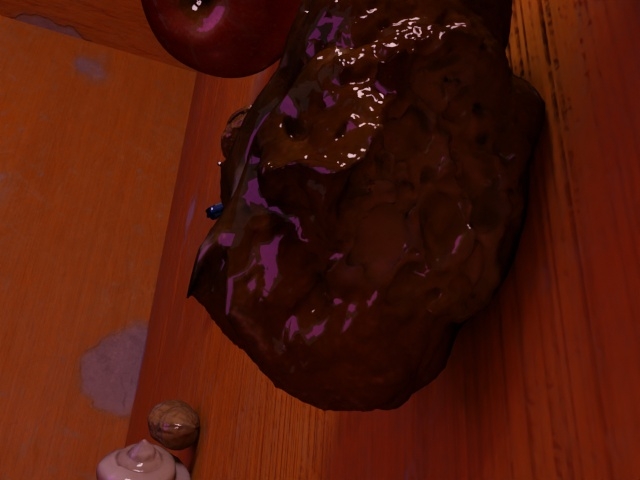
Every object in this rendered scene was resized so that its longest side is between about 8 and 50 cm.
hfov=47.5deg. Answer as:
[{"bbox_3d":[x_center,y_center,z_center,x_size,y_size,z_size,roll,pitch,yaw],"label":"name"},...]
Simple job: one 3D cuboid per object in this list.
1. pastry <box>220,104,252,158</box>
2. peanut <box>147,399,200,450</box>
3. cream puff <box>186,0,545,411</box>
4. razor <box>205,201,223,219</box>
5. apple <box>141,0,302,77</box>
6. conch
[{"bbox_3d":[-0.078,-0.126,0.938,0.109,0.097,0.057,-23,33,23],"label":"pastry"},{"bbox_3d":[-0.235,0.293,1.157,0.174,0.080,0.080,155,127,-71],"label":"peanut"},{"bbox_3d":[0.024,-0.029,0.431,0.241,0.155,0.268,-48,25,50],"label":"cream puff"},{"bbox_3d":[-0.153,0.029,1.156,0.056,0.093,0.324,59,151,16],"label":"razor"},{"bbox_3d":[-0.141,-0.377,1.080,0.216,0.261,0.260,-54,-13,-63],"label":"apple"},{"bbox_3d":[-0.256,0.403,1.109,0.127,0.158,0.255,-34,-41,-43],"label":"conch"}]
